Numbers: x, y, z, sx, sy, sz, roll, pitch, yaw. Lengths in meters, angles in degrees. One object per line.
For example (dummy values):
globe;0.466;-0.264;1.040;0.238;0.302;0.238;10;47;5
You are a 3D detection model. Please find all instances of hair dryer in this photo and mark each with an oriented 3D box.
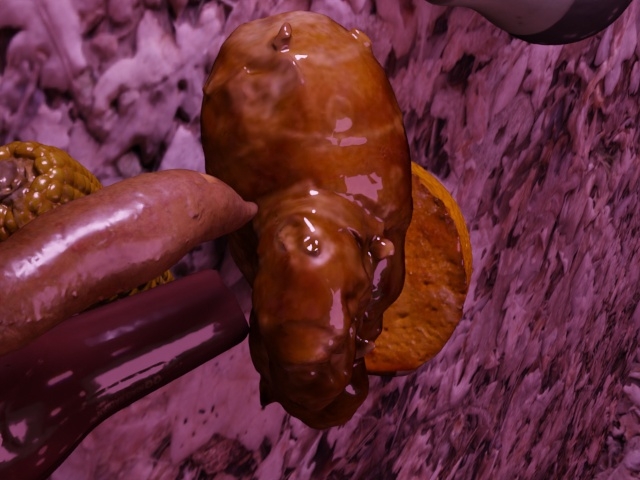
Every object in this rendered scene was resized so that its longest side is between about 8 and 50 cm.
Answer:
hair dryer;-0.196;0.015;0.621;0.312;0.123;0.341;-28;136;-25

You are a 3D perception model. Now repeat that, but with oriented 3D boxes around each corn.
corn;-0.161;0.009;0.771;0.080;0.080;0.231;-59;150;-14

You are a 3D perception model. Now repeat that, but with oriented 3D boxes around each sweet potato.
sweet potato;-0.126;0.008;0.596;0.281;0.059;0.067;-24;131;-38

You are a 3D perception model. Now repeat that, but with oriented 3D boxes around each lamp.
lamp;0.191;-0.264;1.093;0.313;0.182;0.182;-29;136;-28

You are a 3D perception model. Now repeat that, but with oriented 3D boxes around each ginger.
ginger;0.001;0.000;0.856;0.357;0.152;0.274;83;-6;-74

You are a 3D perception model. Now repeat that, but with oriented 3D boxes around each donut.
donut;0.090;0.038;1.145;0.101;0.152;0.259;-27;136;-59
